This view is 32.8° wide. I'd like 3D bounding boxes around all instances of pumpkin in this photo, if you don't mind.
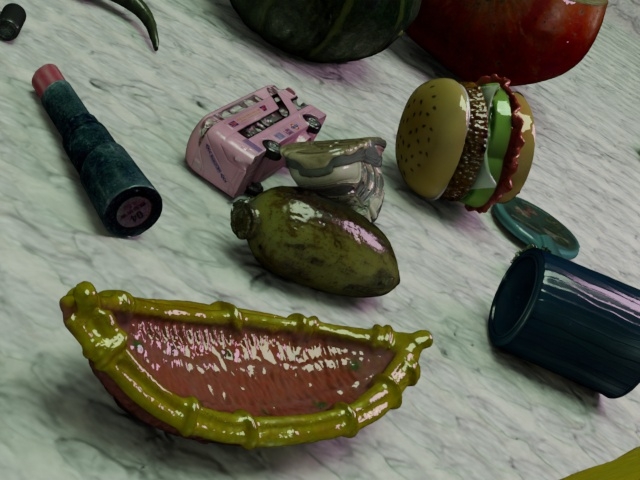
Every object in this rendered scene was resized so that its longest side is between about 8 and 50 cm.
[{"bbox_3d":[-0.004,-0.371,1.508,0.300,0.207,0.300,24,40,-22],"label":"pumpkin"}]

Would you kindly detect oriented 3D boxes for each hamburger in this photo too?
[{"bbox_3d":[0.161,-0.119,1.292,0.136,0.175,0.175,7,33,-18],"label":"hamburger"}]

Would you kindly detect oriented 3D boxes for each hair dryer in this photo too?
[{"bbox_3d":[-0.345,-0.234,1.111,0.083,0.026,0.047,20,28,-15],"label":"hair dryer"}]

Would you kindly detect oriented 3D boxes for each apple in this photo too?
[{"bbox_3d":[0.281,-0.400,1.767,0.329,0.295,0.365,56,22,-10],"label":"apple"}]

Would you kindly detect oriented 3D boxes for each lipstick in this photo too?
[{"bbox_3d":[-0.209,-0.094,0.984,0.053,0.053,0.234,7,33,-39],"label":"lipstick"}]

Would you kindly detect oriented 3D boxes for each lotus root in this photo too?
[{"bbox_3d":[0.000,0.000,1.002,0.179,0.081,0.089,20,28,-26],"label":"lotus root"}]

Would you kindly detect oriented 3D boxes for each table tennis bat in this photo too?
[{"bbox_3d":[0.272,-0.001,1.345,0.124,0.033,0.201,25,22,-10],"label":"table tennis bat"}]

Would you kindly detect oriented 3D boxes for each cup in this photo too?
[{"bbox_3d":[0.246,0.085,1.106,0.138,0.150,0.114,23,68,-12],"label":"cup"}]

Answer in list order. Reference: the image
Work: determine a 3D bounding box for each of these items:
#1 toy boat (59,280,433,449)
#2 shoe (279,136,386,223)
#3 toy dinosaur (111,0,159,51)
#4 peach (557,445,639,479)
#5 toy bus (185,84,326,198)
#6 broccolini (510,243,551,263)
[{"bbox_3d":[-0.051,0.090,0.783,0.317,0.099,0.141,11,36,-39],"label":"toy boat"},{"bbox_3d":[0.016,-0.055,1.086,0.089,0.092,0.180,-2,5,17],"label":"shoe"},{"bbox_3d":[-0.294,-0.288,1.267,0.187,0.087,0.179,-9,82,-31],"label":"toy dinosaur"},{"bbox_3d":[0.260,0.262,0.652,0.306,0.242,0.380,60,19,10],"label":"peach"},{"bbox_3d":[-0.064,-0.108,1.142,0.090,0.063,0.203,35,28,9],"label":"toy bus"},{"bbox_3d":[0.268,0.081,1.205,0.052,0.054,0.194,-22,59,-22],"label":"broccolini"}]
